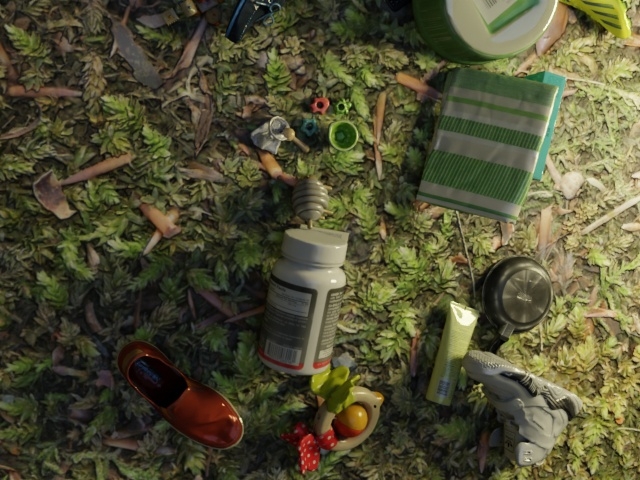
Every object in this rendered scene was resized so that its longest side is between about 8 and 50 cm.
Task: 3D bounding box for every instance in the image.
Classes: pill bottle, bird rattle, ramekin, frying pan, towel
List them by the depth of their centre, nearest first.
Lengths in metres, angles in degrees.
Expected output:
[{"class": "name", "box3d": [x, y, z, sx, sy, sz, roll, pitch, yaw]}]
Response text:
[{"class": "pill bottle", "box3d": [-0.035, 0.127, 1.492, 0.162, 0.161, 0.283, 8, 103, -15]}, {"class": "ramekin", "box3d": [0.366, -0.536, 1.529, 0.304, 0.148, 0.303, -3, 106, -10]}, {"class": "bird rattle", "box3d": [0.043, 0.411, 1.583, 0.207, 0.143, 0.253, 15, 94, -31]}, {"class": "towel", "box3d": [0.373, -0.218, 1.596, 0.248, 0.038, 0.324, 16, 90, 14]}, {"class": "frying pan", "box3d": [0.441, 0.177, 1.699, 0.326, 0.053, 0.197, -44, 104, -10]}]

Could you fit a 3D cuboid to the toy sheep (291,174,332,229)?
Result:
[{"class": "toy sheep", "box3d": [-0.020, -0.086, 1.533, 0.091, 0.091, 0.132, 4, 62, -15]}]

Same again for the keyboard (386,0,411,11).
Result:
[{"class": "keyboard", "box3d": [0.216, -0.606, 1.570, 0.192, 0.038, 0.100, -39, 103, -9]}]

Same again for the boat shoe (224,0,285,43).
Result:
[{"class": "boat shoe", "box3d": [-0.108, -0.519, 1.462, 0.089, 0.109, 0.258, 31, 89, -18]}]

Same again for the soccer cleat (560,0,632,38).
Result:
[{"class": "soccer cleat", "box3d": [0.633, -0.586, 1.666, 0.121, 0.093, 0.289, -35, 110, 22]}]

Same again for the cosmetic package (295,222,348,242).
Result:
[{"class": "cosmetic package", "box3d": [0.000, 0.000, 1.570, 0.115, 0.041, 0.060, 12, 93, -15]}]

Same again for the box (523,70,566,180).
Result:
[{"class": "box", "box3d": [0.495, -0.265, 1.641, 0.060, 0.100, 0.244, 13, 92, -13]}]

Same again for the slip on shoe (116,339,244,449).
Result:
[{"class": "slip on shoe", "box3d": [-0.297, 0.340, 1.498, 0.331, 0.101, 0.123, 45, 82, -15]}]

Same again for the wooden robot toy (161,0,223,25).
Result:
[{"class": "wooden robot toy", "box3d": [-0.236, -0.479, 1.454, 0.173, 0.076, 0.079, -32, 113, -9]}]

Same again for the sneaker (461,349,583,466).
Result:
[{"class": "sneaker", "box3d": [0.452, 0.406, 1.657, 0.366, 0.137, 0.210, 27, 88, -27]}]

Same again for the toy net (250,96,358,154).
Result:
[{"class": "toy net", "box3d": [-0.036, -0.251, 1.535, 0.233, 0.045, 0.122, -6, 97, -13]}]

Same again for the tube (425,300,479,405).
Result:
[{"class": "tube", "box3d": [0.313, 0.270, 1.671, 0.062, 0.070, 0.240, 15, 85, 23]}]
